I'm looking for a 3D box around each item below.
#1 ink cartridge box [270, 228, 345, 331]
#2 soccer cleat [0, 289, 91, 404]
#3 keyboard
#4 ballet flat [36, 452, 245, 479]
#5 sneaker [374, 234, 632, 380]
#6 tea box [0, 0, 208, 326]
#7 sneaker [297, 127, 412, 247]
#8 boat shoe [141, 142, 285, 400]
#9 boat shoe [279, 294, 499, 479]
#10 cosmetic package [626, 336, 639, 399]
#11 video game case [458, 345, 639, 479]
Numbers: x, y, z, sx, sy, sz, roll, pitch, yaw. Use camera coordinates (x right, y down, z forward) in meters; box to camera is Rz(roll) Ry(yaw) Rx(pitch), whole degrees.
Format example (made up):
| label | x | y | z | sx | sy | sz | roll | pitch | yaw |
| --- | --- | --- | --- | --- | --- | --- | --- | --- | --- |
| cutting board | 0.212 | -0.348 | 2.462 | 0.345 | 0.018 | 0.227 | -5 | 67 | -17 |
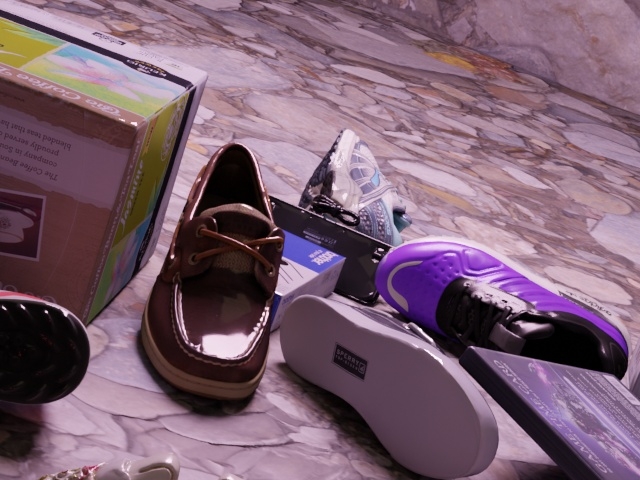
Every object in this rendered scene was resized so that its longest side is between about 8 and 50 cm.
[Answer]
| label | x | y | z | sx | sy | sz | roll | pitch | yaw |
| --- | --- | --- | --- | --- | --- | --- | --- | --- | --- |
| ink cartridge box | -0.054 | 0.037 | 2.022 | 0.097 | 0.046 | 0.207 | 24 | 17 | 13 |
| soccer cleat | -0.345 | 0.067 | 1.541 | 0.318 | 0.108 | 0.116 | 13 | -5 | -11 |
| keyboard | 0.000 | 0.000 | 2.155 | 0.180 | 0.108 | 0.023 | 23 | -27 | 13 |
| ballet flat | -0.095 | 0.199 | 1.397 | 0.241 | 0.077 | 0.091 | 18 | 17 | -1 |
| sneaker | 0.195 | 0.084 | 2.046 | 0.293 | 0.102 | 0.146 | 21 | 17 | 4 |
| tea box | -0.318 | -0.096 | 1.849 | 0.329 | 0.220 | 0.323 | 20 | 17 | 3 |
| sneaker | 0.045 | -0.040 | 2.328 | 0.122 | 0.110 | 0.283 | 29 | 22 | -9 |
| boat shoe | -0.093 | 0.018 | 1.822 | 0.123 | 0.123 | 0.342 | 13 | 31 | -4 |
| boat shoe | 0.082 | 0.132 | 1.778 | 0.102 | 0.108 | 0.301 | 4 | 15 | -37 |
| cosmetic package | 0.462 | 0.165 | 2.117 | 0.231 | 0.085 | 0.117 | 22 | 17 | 3 |
| video game case | 0.268 | 0.182 | 1.801 | 0.274 | 0.026 | 0.196 | 13 | 27 | -51 |
